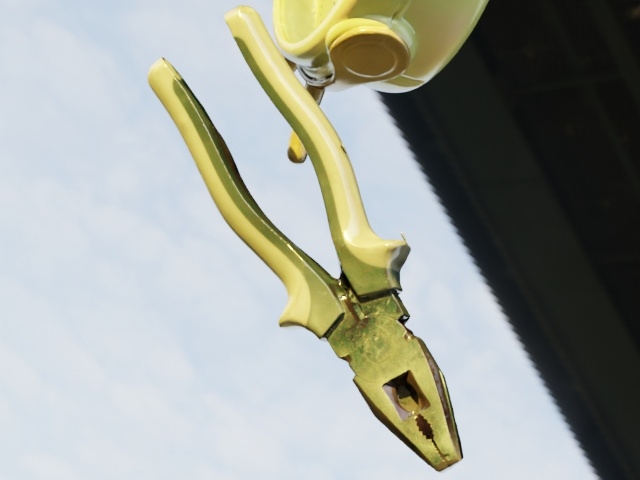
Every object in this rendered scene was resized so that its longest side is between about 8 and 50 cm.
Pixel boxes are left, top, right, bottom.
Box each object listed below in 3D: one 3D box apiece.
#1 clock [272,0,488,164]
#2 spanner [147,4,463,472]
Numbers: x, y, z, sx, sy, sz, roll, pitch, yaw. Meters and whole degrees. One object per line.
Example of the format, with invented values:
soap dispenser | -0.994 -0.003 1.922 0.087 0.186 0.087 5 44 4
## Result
clock | 0.046 -0.203 1.082 0.096 0.235 0.308 18 -62 -22
spanner | 0.000 0.000 0.986 0.325 0.095 0.040 60 10 16
